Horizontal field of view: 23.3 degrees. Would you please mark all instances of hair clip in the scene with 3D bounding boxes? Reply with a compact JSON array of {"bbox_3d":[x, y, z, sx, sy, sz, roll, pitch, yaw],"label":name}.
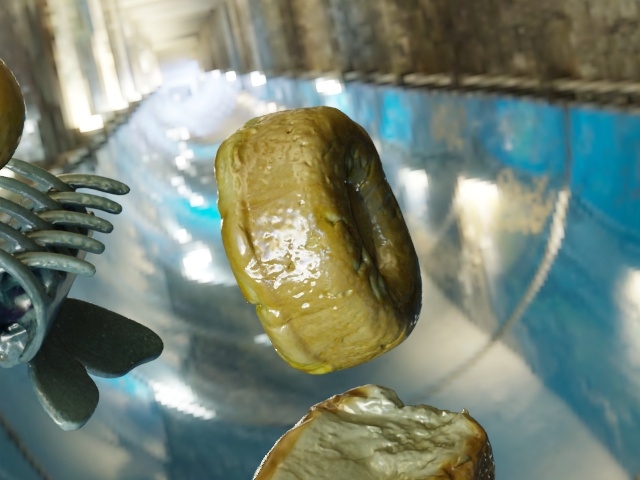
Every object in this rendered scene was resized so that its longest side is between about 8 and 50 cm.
[{"bbox_3d":[-0.390,0.056,2.054,0.392,0.238,0.318,18,-154,-3],"label":"hair clip"}]

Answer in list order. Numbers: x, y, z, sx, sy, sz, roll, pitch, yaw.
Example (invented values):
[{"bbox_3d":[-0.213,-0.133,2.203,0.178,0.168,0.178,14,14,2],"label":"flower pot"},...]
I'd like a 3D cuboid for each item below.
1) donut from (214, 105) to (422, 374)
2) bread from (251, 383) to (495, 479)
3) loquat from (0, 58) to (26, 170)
[{"bbox_3d":[0.000,0.000,1.492,0.128,0.261,0.208,-17,-162,25],"label":"donut"},{"bbox_3d":[0.037,0.309,1.604,0.225,0.250,0.279,15,-143,28],"label":"bread"},{"bbox_3d":[-0.463,-0.151,1.835,0.213,0.213,0.213,-12,-173,1],"label":"loquat"}]
